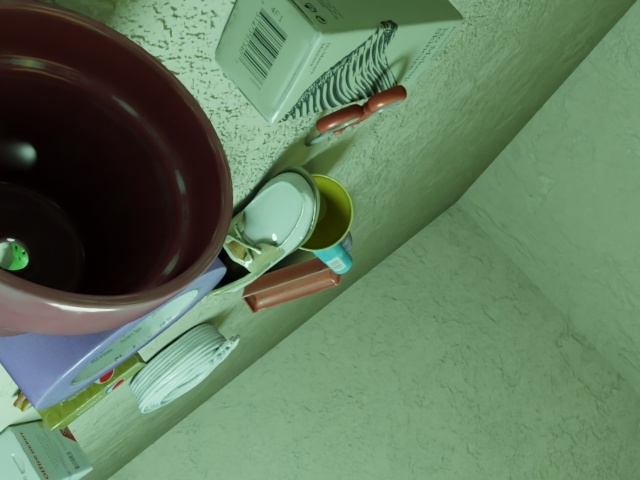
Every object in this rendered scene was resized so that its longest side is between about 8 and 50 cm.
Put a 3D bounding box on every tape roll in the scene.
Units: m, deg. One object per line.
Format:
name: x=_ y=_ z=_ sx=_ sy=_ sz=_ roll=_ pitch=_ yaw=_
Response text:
tape roll: x=-0.253 y=0.087 z=0.674 sx=0.274 sy=0.090 sz=0.275 roll=-39 pitch=176 yaw=-3

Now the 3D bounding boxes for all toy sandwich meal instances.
toy sandwich meal: x=-0.446 y=0.240 z=0.859 sx=0.085 sy=0.029 sz=0.085 roll=-39 pitch=168 yaw=-10

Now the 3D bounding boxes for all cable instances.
cable: x=-0.345 y=0.313 z=1.321 sx=0.257 sy=0.089 sz=0.257 roll=-27 pitch=163 yaw=-47

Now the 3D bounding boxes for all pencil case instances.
pencil case: x=0.029 y=-0.010 z=1.329 sx=0.086 sy=0.088 sz=0.206 roll=-38 pitch=169 yaw=1

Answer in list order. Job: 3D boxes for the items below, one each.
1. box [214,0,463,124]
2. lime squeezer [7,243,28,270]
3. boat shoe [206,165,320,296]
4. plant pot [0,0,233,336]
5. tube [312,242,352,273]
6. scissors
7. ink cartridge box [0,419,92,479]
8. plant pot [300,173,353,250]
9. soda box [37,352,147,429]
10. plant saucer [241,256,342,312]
box: x=0.032 y=-0.213 z=0.561 sx=0.275 sy=0.094 sz=0.113 roll=-29 pitch=165 yaw=-44
lime squeezer: x=-0.234 y=-0.013 z=0.541 sx=0.310 sy=0.059 sz=0.110 roll=-40 pitch=168 yaw=-10
boat shoe: x=-0.107 y=0.004 z=0.875 sx=0.103 sy=0.113 sz=0.302 roll=-36 pitch=170 yaw=-49
plant pot: x=-0.191 y=-0.021 z=0.361 sx=0.180 sy=0.202 sz=0.201 roll=-30 pitch=178 yaw=39
tube: x=0.000 y=0.000 z=1.167 sx=0.080 sy=0.052 sz=0.207 roll=-44 pitch=132 yaw=-2
scissors: x=0.037 y=-0.154 z=0.710 sx=0.108 sy=0.021 sz=0.297 roll=-25 pitch=-175 yaw=-3
ink cartridge box: x=-0.523 y=0.408 z=0.992 sx=0.072 sy=0.127 sz=0.175 roll=-37 pitch=167 yaw=-5
plant pot: x=-0.016 y=-0.055 z=0.968 sx=0.134 sy=0.134 sz=0.095 roll=-41 pitch=-167 yaw=0
soda box: x=-0.408 y=0.254 z=0.954 sx=0.181 sy=0.061 sz=0.058 roll=-38 pitch=169 yaw=-13
plant saucer: x=-0.071 y=0.109 z=1.379 sx=0.258 sy=0.048 sz=0.259 roll=-18 pitch=165 yaw=-6
